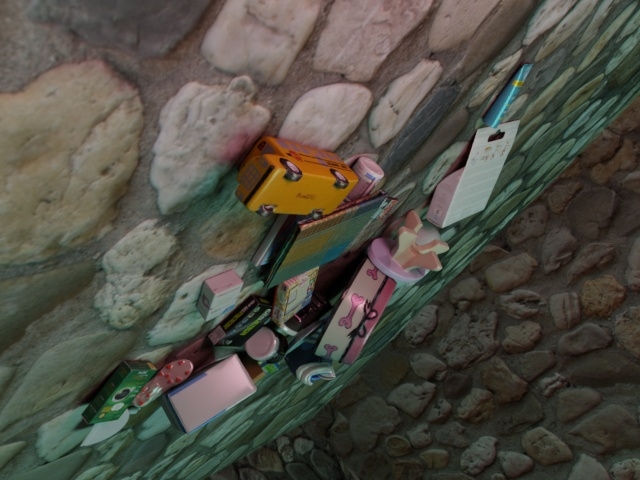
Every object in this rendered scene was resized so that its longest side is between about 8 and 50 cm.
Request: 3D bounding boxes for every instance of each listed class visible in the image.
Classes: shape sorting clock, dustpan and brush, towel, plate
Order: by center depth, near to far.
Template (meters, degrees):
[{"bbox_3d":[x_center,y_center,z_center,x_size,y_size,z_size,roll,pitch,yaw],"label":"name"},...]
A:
[{"bbox_3d":[0.000,0.000,1.415,0.271,0.040,0.370,-23,163,-28],"label":"towel"},{"bbox_3d":[-0.589,0.511,1.557,0.147,0.060,0.211,-56,150,5],"label":"dustpan and brush"},{"bbox_3d":[-0.052,0.325,1.858,0.188,0.024,0.188,-37,169,-9],"label":"plate"},{"bbox_3d":[-0.242,0.515,2.145,0.206,0.040,0.206,-25,154,-13],"label":"shape sorting clock"}]

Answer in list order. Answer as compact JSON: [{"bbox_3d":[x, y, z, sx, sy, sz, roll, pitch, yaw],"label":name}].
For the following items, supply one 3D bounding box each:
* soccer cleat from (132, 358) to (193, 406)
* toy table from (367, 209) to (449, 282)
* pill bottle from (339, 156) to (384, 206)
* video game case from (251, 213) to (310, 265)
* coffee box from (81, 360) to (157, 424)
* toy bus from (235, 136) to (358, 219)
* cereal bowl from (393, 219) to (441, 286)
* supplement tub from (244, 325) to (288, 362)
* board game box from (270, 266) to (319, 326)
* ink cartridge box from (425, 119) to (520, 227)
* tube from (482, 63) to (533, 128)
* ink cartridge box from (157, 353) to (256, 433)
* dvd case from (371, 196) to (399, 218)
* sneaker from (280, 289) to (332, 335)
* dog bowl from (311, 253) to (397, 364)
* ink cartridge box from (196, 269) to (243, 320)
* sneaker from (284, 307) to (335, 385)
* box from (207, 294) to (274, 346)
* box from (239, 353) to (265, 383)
[{"bbox_3d":[-0.458,0.411,1.563,0.196,0.068,0.076,-35,174,-13],"label":"soccer cleat"},{"bbox_3d":[0.316,0.035,1.891,0.274,0.252,0.161,5,141,-47],"label":"toy table"},{"bbox_3d":[0.093,-0.139,1.373,0.078,0.078,0.137,-8,142,-54],"label":"pill bottle"},{"bbox_3d":[-0.037,-0.030,1.445,0.285,0.025,0.204,-13,146,-49],"label":"video game case"},{"bbox_3d":[-0.523,0.395,1.408,0.184,0.040,0.113,-52,157,4],"label":"coffee box"},{"bbox_3d":[-0.047,-0.126,1.093,0.108,0.130,0.332,-49,157,22],"label":"toy bus"},{"bbox_3d":[0.365,0.083,2.180,0.339,0.141,0.339,-35,159,-15],"label":"cereal bowl"},{"bbox_3d":[-0.179,0.363,1.850,0.117,0.117,0.190,-39,158,-3],"label":"supplement tub"},{"bbox_3d":[-0.078,0.156,1.645,0.147,0.045,0.193,-35,152,-39],"label":"board game box"},{"bbox_3d":[0.553,-0.257,1.956,0.308,0.091,0.385,-20,134,-41],"label":"ink cartridge box"},{"bbox_3d":[0.569,-0.441,1.629,0.080,0.052,0.207,-30,153,-53],"label":"tube"},{"bbox_3d":[-0.351,0.462,1.619,0.223,0.129,0.307,-29,176,-27],"label":"ink cartridge box"},{"bbox_3d":[0.197,-0.103,1.709,0.087,0.013,0.119,-50,158,23],"label":"dvd case"},{"bbox_3d":[-0.055,0.237,1.841,0.147,0.104,0.296,-47,164,12],"label":"sneaker"},{"bbox_3d":[0.130,0.260,1.917,0.408,0.150,0.408,-58,172,-13],"label":"dog bowl"},{"bbox_3d":[-0.257,0.139,1.370,0.088,0.052,0.122,-23,154,-39],"label":"ink cartridge box"},{"bbox_3d":[0.015,0.439,2.157,0.323,0.236,0.130,-30,156,-25],"label":"sneaker"},{"bbox_3d":[-0.228,0.251,1.649,0.190,0.045,0.184,-42,157,5],"label":"box"},{"bbox_3d":[-0.300,0.487,1.871,0.201,0.164,0.021,-35,116,-12],"label":"box"}]
